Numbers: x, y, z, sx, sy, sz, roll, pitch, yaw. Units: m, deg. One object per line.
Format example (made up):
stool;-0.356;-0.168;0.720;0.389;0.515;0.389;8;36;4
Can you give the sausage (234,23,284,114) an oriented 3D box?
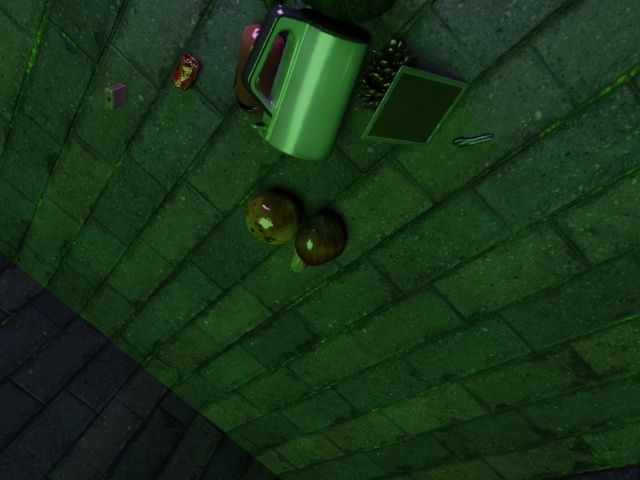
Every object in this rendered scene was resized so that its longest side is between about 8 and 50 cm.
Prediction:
sausage;-0.197;-0.540;1.343;0.152;0.152;0.280;21;128;7

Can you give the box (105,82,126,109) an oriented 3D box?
box;-0.792;-0.556;1.611;0.035;0.083;0.079;25;127;4

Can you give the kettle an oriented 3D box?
kettle;-0.062;-0.466;1.235;0.360;0.250;0.377;-2;133;-32

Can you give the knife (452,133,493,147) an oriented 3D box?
knife;0.476;-0.314;1.307;0.121;0.018;0.031;-9;120;25

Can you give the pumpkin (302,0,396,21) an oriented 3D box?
pumpkin;0.069;-0.720;1.050;0.327;0.257;0.292;18;112;-2

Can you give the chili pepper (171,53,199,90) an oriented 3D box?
chili pepper;-0.479;-0.591;1.474;0.123;0.073;0.071;-45;57;35

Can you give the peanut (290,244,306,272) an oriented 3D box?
peanut;-0.086;0.068;1.752;0.080;0.080;0.175;19;128;9

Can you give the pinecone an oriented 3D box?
pinecone;0.205;-0.468;1.214;0.168;0.185;0.213;33;112;24

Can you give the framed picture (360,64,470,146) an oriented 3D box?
framed picture;0.275;-0.381;1.217;0.019;0.296;0.232;59;135;31

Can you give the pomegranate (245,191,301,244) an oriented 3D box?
pomegranate;-0.179;-0.094;1.608;0.215;0.215;0.216;11;126;15

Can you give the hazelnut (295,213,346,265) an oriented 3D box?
hazelnut;-0.006;-0.006;1.611;0.210;0.210;0.186;51;153;-15

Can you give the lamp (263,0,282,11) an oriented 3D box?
lamp;-0.134;-0.782;1.190;0.101;0.101;0.250;18;139;10
